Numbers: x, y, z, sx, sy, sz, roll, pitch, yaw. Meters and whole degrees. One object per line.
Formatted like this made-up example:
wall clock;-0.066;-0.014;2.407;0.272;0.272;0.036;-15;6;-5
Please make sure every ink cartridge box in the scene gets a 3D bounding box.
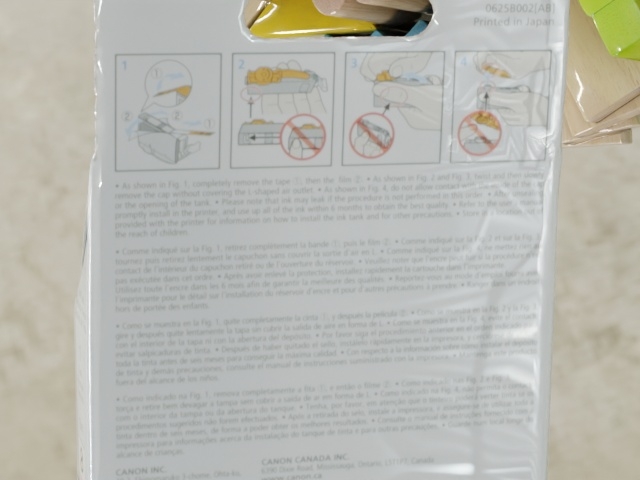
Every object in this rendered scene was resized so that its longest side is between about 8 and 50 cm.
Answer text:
ink cartridge box;0.000;0.000;0.725;0.066;0.189;0.232;-151;60;-73

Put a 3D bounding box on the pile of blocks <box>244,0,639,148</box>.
pile of blocks;0.065;-0.113;0.835;0.362;0.112;0.149;-6;86;36
